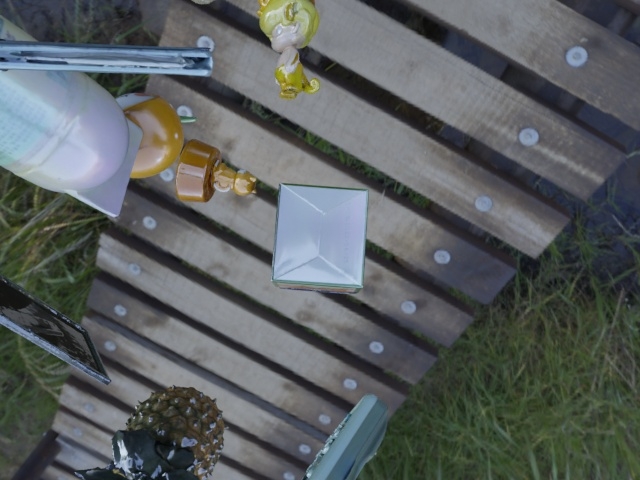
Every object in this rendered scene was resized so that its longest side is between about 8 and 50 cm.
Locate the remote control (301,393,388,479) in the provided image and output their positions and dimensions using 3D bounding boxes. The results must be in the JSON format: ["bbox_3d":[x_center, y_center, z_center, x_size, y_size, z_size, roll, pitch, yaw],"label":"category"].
[{"bbox_3d":[-0.009,0.336,0.806,0.066,0.335,0.128,35,131,9],"label":"remote control"}]

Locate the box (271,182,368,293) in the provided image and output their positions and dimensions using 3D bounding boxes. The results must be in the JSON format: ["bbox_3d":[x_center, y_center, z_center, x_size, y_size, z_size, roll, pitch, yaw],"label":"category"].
[{"bbox_3d":[0.000,0.000,1.269,0.178,0.148,0.194,4,80,0],"label":"box"}]

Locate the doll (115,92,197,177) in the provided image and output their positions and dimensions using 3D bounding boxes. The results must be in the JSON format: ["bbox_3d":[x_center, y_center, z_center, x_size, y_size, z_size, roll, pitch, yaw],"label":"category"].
[{"bbox_3d":[-0.425,-0.260,1.535,0.214,0.236,0.213,3,112,7],"label":"doll"}]

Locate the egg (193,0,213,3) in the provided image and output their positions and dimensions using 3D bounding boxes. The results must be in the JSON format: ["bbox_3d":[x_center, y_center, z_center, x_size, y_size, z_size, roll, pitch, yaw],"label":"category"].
[{"bbox_3d":[-0.251,-0.557,1.304,0.116,0.118,0.140,-20,124,5],"label":"egg"}]

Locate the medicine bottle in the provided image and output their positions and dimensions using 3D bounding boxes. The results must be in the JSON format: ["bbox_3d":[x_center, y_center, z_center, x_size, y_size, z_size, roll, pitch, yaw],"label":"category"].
[{"bbox_3d":[-0.522,-0.227,1.216,0.236,0.235,0.406,-28,140,25],"label":"medicine bottle"}]

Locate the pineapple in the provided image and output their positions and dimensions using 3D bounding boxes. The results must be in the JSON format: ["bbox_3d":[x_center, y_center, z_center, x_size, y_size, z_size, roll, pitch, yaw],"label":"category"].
[{"bbox_3d":[-0.153,0.221,0.614,0.125,0.251,0.125,0,91,-1],"label":"pineapple"}]

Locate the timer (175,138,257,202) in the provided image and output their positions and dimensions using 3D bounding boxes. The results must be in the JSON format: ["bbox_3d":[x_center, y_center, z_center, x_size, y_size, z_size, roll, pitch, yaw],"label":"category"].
[{"bbox_3d":[-0.203,-0.129,1.307,0.152,0.132,0.132,13,120,4],"label":"timer"}]

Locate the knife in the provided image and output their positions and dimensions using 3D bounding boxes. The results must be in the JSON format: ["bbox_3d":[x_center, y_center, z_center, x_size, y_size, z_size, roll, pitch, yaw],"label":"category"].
[{"bbox_3d":[-0.156,-0.129,0.450,0.162,0.044,0.023,-4,113,-22],"label":"knife"}]

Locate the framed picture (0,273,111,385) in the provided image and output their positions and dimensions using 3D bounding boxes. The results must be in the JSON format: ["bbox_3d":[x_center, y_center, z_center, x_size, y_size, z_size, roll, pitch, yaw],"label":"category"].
[{"bbox_3d":[-0.290,0.090,0.675,0.011,0.109,0.149,-47,130,-6],"label":"framed picture"}]

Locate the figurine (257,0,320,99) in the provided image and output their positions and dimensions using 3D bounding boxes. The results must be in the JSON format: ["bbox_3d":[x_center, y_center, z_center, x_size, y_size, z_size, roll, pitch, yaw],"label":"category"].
[{"bbox_3d":[-0.061,-0.413,1.291,0.131,0.156,0.246,-1,85,-21],"label":"figurine"}]
